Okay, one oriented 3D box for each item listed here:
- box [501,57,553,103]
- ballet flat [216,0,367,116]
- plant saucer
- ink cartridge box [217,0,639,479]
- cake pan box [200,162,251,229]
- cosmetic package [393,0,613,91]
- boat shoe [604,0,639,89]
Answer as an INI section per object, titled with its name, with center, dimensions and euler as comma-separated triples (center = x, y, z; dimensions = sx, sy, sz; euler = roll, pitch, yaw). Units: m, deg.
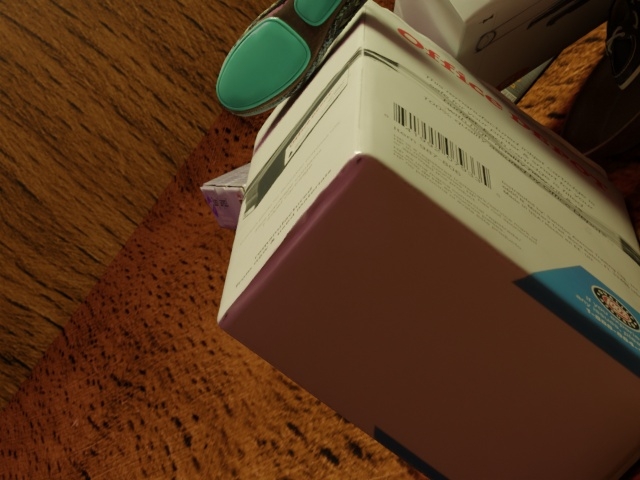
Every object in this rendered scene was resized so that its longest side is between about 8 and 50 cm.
[box]
center = 0.230, -0.242, 2.104
dimensions = 0.231, 0.056, 0.183
euler = -50, 13, 14
[ballet flat]
center = -0.008, -0.171, 1.498
dimensions = 0.188, 0.070, 0.070
euler = -46, 15, 26
[plant saucer]
center = 0.290, -0.144, 1.679
dimensions = 0.198, 0.036, 0.198
euler = -49, 14, 17
[ink cartridge box]
center = 0.094, 0.007, 1.410
dimensions = 0.166, 0.285, 0.395
euler = -50, 12, 18
[cake pan box]
center = -0.005, -0.089, 2.273
dimensions = 0.246, 0.070, 0.267
euler = -24, 8, -14
[cosmetic package]
center = 0.203, -0.245, 1.671
dimensions = 0.284, 0.097, 0.377
euler = -32, -9, -5
[boat shoe]
center = 0.270, -0.179, 1.672
dimensions = 0.046, 0.038, 0.125
euler = -43, 16, 39
